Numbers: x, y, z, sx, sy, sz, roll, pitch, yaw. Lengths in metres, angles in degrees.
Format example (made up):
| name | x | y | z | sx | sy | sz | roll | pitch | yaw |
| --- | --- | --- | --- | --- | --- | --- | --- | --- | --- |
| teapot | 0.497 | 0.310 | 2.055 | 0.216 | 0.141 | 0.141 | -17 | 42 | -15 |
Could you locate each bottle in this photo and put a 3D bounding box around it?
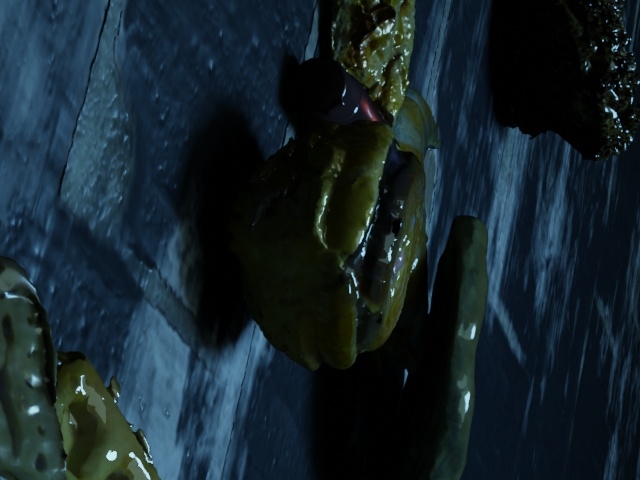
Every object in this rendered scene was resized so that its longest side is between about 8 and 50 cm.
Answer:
| name | x | y | z | sx | sy | sz | roll | pitch | yaw |
| --- | --- | --- | --- | --- | --- | --- | --- | --- | --- |
| bottle | 0.020 | -0.093 | 1.495 | 0.164 | 0.060 | 0.060 | 52 | 46 | -64 |

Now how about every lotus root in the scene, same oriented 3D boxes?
| name | x | y | z | sx | sy | sz | roll | pitch | yaw |
| --- | --- | --- | --- | --- | --- | --- | --- | --- | --- |
| lotus root | -0.180 | 0.055 | 0.808 | 0.095 | 0.135 | 0.159 | -60 | 136 | -54 |

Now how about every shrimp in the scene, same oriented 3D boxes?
| name | x | y | z | sx | sy | sz | roll | pitch | yaw |
| --- | --- | --- | --- | --- | --- | --- | --- | --- | --- |
| shrimp | 0.065 | -0.042 | 1.662 | 0.185 | 0.068 | 0.287 | 80 | 13 | -49 |

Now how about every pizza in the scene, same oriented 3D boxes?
| name | x | y | z | sx | sy | sz | roll | pitch | yaw |
| --- | --- | --- | --- | --- | --- | --- | --- | --- | --- |
| pizza | 0.046 | -0.198 | 1.539 | 0.161 | 0.062 | 0.182 | 50 | 49 | -63 |

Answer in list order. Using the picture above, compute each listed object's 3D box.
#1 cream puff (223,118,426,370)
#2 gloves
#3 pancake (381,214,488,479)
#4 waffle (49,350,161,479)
| name | x | y | z | sx | sy | sz | roll | pitch | yaw |
| --- | --- | --- | --- | --- | --- | --- | --- | --- | --- |
| cream puff | 0.000 | 0.000 | 1.340 | 0.189 | 0.129 | 0.189 | 10 | 90 | -79 |
| gloves | 0.274 | -0.228 | 2.097 | 0.210 | 0.135 | 0.312 | 104 | -17 | -48 |
| pancake | 0.104 | 0.130 | 1.674 | 0.294 | 0.049 | 0.294 | -167 | -90 | -87 |
| waffle | -0.148 | 0.222 | 0.888 | 0.224 | 0.098 | 0.327 | 65 | 23 | -24 |
